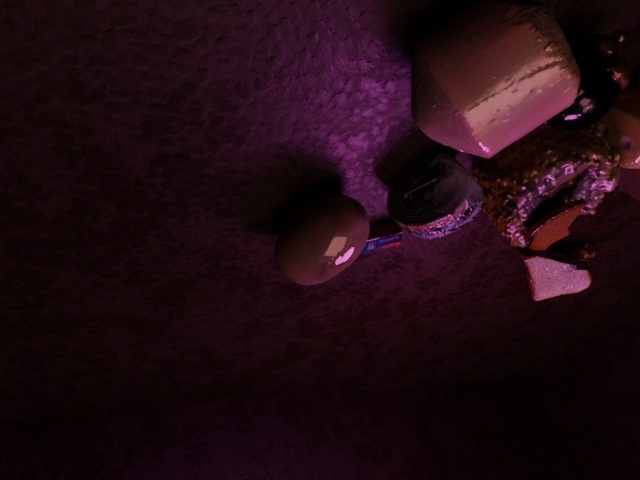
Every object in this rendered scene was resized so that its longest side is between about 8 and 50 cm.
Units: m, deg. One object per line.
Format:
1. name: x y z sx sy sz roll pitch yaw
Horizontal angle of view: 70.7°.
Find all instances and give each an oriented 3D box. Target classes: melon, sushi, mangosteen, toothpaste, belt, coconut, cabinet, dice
1. melon: 0.000 0.000 1.318 0.223 0.223 0.317 20 127 -40
2. sushi: 0.651 -0.187 1.314 0.352 0.239 0.396 -25 147 11
3. mangosteen: 0.617 -0.385 1.063 0.250 0.211 0.211 -44 137 20
4. toothpaste: 0.112 0.006 1.505 0.321 0.066 0.076 -13 145 -6
5. belt: 0.328 -0.120 1.300 0.258 0.206 0.150 -26 147 27
6. coconut: 0.339 -0.334 0.957 0.310 0.297 0.297 -29 143 23
7. cabinet: 1.078 -0.224 1.423 0.175 0.215 0.148 -25 114 11
8. dice: 0.883 -0.316 1.257 0.166 0.169 0.169 -26 139 -12

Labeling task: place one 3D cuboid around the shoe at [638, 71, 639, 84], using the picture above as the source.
1. shoe: 0.908 -0.449 1.205 0.109 0.072 0.069 10 176 -26

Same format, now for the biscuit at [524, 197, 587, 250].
1. biscuit: 0.678 -0.045 1.296 0.177 0.031 0.228 1 144 -31

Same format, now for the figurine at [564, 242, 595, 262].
1. figurine: 1.107 0.093 2.008 0.102 0.111 0.195 -9 145 -42

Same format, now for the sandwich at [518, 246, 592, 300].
1. sandwich: 0.989 0.114 1.898 0.255 0.099 0.288 -19 124 20
